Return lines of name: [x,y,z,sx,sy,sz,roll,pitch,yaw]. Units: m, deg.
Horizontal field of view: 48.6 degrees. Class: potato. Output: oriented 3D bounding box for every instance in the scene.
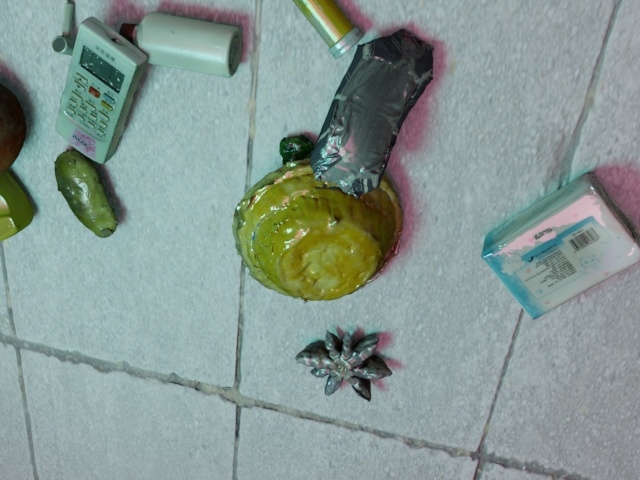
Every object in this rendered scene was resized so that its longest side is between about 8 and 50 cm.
potato: [-0.550,-0.107,1.666,0.117,0.090,0.226,-4,114,47]

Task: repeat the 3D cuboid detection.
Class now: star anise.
star anise: [0.057,0.304,1.745,0.236,0.093,0.229,20,121,1]

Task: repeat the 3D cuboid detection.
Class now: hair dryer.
hair dryer: [-0.535,-0.457,1.505,0.037,0.063,0.124,10,100,10]

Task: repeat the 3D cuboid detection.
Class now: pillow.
pillow: [0.100,-0.251,1.370,0.161,0.092,0.335,23,94,-15]

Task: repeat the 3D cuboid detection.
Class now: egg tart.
egg tart: [0.000,0.000,1.510,0.387,0.169,0.388,-5,127,-6]

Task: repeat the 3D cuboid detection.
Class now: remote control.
remote control: [-0.475,-0.307,1.512,0.145,0.050,0.344,36,138,-3]

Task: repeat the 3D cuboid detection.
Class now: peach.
peach: [-0.784,-0.256,1.572,0.252,0.252,0.253,6,119,11]

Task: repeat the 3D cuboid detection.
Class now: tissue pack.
tissue pack: [-0.786,-0.095,1.722,0.123,0.127,0.178,-23,111,17]
tissue pack: [0.492,0.012,1.456,0.271,0.124,0.201,-36,106,29]

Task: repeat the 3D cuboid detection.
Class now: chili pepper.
chili pepper: [-0.035,-0.121,1.553,0.098,0.061,0.224,-6,115,9]

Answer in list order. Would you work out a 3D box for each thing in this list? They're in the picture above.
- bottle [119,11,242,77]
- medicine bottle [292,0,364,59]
bottle: [-0.288,-0.401,1.437,0.245,0.104,0.104,13,121,7]
medicine bottle: [-0.010,-0.455,1.358,0.074,0.074,0.218,-34,104,27]
